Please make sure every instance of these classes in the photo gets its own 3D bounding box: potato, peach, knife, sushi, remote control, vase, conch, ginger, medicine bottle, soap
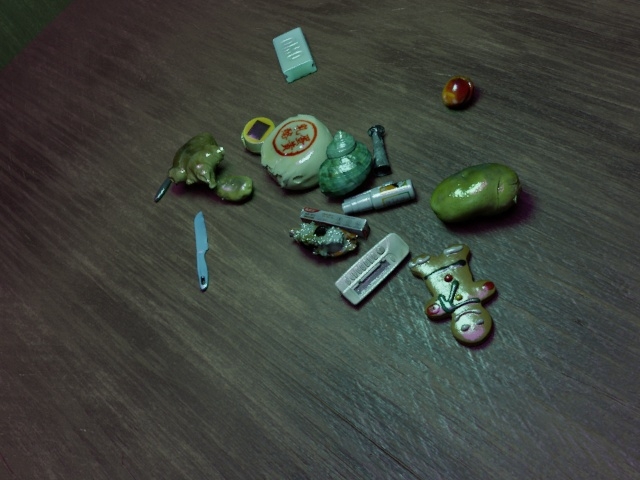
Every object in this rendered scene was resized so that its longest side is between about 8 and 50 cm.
[{"bbox_3d":[-0.284,-0.172,2.136,0.138,0.070,0.091,6,61,23],"label":"potato"},{"bbox_3d":[0.429,-0.129,1.790,0.248,0.143,0.169,-19,17,15],"label":"potato"},{"bbox_3d":[0.431,-0.465,2.021,0.101,0.100,0.100,-10,58,16],"label":"peach"},{"bbox_3d":[-0.386,0.027,2.090,0.045,0.019,0.313,-15,55,3],"label":"knife"},{"bbox_3d":[-0.002,0.000,1.907,0.226,0.103,0.097,9,81,28],"label":"sushi"},{"bbox_3d":[0.149,0.079,1.822,0.230,0.049,0.090,-42,85,-7],"label":"remote control"},{"bbox_3d":[0.185,-0.284,2.026,0.059,0.059,0.167,-13,57,14],"label":"vase"},{"bbox_3d":[0.074,-0.236,1.972,0.176,0.122,0.188,-9,84,-2],"label":"conch"},{"bbox_3d":[-0.419,-0.254,2.177,0.219,0.123,0.270,-33,31,3],"label":"ginger"},{"bbox_3d":[0.174,-0.134,1.946,0.221,0.061,0.092,-16,32,12],"label":"medicine bottle"},{"bbox_3d":[-0.524,-0.240,2.304,0.035,0.018,0.247,17,67,32],"label":"knife"},{"bbox_3d":[-0.096,-0.685,2.374,0.119,0.066,0.198,-21,55,6],"label":"soap"}]

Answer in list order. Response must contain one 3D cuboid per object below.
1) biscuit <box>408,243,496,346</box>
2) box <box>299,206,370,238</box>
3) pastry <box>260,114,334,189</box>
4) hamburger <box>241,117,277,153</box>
[{"bbox_3d":[0.363,0.141,1.710,0.197,0.049,0.301,-24,56,9],"label":"biscuit"},{"bbox_3d":[0.043,-0.053,1.946,0.218,0.055,0.039,13,65,27],"label":"box"},{"bbox_3d":[-0.070,-0.285,2.086,0.265,0.133,0.264,-12,59,20],"label":"pastry"},{"bbox_3d":[-0.210,-0.360,2.215,0.141,0.081,0.126,10,66,13],"label":"hamburger"}]
